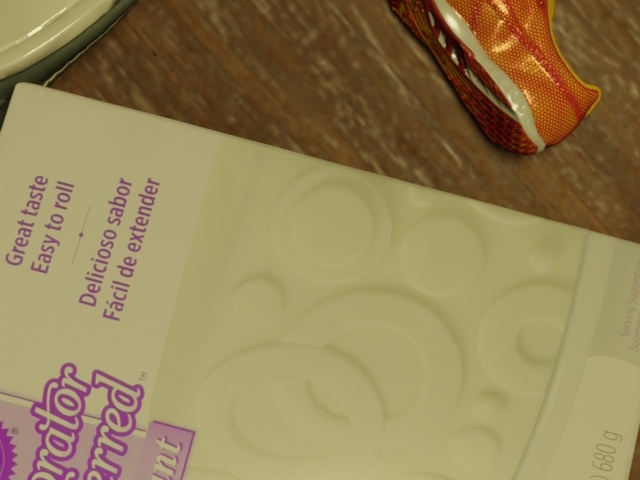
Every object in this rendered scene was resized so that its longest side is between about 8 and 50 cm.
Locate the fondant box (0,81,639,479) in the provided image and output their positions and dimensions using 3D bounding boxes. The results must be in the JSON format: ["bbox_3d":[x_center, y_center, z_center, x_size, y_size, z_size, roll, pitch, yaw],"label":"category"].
[{"bbox_3d":[-0.020,0.086,0.893,0.330,0.096,0.238,14,73,1],"label":"fondant box"}]

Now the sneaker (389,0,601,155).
[{"bbox_3d":[0.081,-0.128,0.976,0.067,0.064,0.175,-36,97,-20],"label":"sneaker"}]

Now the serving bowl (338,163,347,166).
[{"bbox_3d":[0.000,0.000,0.985,0.083,0.027,0.083,0,92,-1],"label":"serving bowl"}]

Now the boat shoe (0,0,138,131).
[{"bbox_3d":[-0.211,-0.081,0.955,0.319,0.099,0.116,-34,64,-4],"label":"boat shoe"}]
